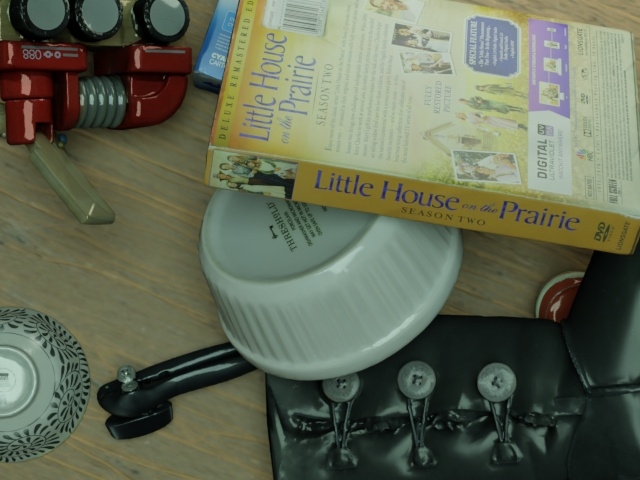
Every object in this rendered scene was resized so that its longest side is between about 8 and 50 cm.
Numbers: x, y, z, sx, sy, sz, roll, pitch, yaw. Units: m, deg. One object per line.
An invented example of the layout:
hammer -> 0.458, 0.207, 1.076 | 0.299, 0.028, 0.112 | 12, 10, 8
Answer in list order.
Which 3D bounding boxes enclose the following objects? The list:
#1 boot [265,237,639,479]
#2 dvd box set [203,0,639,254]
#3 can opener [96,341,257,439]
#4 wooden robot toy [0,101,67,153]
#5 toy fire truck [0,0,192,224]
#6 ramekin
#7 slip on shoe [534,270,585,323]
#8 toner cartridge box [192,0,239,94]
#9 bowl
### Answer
boot -> 0.164, 0.091, 1.838 | 0.445, 0.146, 0.367 | -5, 70, 19
dvd box set -> 0.109, -0.136, 1.769 | 0.420, 0.062, 0.308 | 9, 42, -2
can opener -> -0.151, 0.148, 1.896 | 0.186, 0.073, 0.059 | -24, 46, -8
wooden robot toy -> -0.341, -0.148, 1.913 | 0.079, 0.076, 0.173 | -26, 84, 6
toy fire truck -> -0.236, -0.139, 1.843 | 0.217, 0.158, 0.246 | -2, 90, -35
ramekin -> 0.000, 0.000, 1.804 | 0.273, 0.127, 0.273 | -15, 45, 16
slip on shoe -> 0.334, 0.180, 1.882 | 0.123, 0.101, 0.331 | -25, 82, -2
toner cartridge box -> 0.050, -0.194, 1.929 | 0.348, 0.075, 0.165 | 19, 80, 0
bowl -> -0.333, 0.151, 1.869 | 0.170, 0.080, 0.170 | 0, 82, -2
